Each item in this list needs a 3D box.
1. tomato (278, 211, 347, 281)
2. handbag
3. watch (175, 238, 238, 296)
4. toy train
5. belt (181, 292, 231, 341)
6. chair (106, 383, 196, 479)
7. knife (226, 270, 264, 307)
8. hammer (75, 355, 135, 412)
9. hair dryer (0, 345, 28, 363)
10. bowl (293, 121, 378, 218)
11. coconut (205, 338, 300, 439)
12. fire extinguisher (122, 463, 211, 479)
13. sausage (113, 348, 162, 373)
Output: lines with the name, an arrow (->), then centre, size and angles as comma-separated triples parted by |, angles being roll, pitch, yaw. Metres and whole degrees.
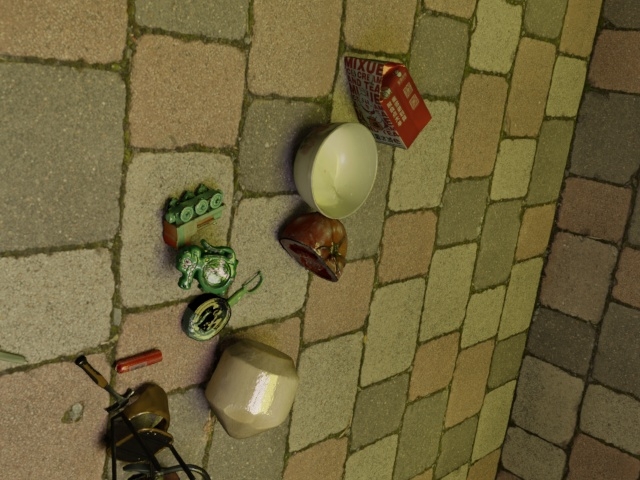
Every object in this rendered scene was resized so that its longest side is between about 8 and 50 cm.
tomato -> 0.000, 0.000, 1.974 | 0.155, 0.181, 0.214 | -61, 143, -20
handbag -> 0.180, -0.418, 2.006 | 0.151, 0.171, 0.298 | -53, 133, -13
watch -> -0.287, 0.056, 1.708 | 0.165, 0.152, 0.131 | 13, 97, -21
toy train -> -0.309, -0.062, 1.689 | 0.176, 0.074, 0.118 | -31, 137, -42
belt -> -0.300, 0.202, 1.803 | 0.140, 0.058, 0.105 | -48, 124, -18
chair -> -0.433, 0.509, 1.705 | 0.172, 0.246, 0.159 | -36, 143, 5
knife -> -0.233, 0.167, 1.906 | 0.212, 0.015, 0.054 | -42, 134, -29
hammer -> -0.528, 0.347, 1.651 | 0.078, 0.021, 0.201 | -49, 135, -22
hair dryer -> -0.672, 0.250, 1.448 | 0.124, 0.038, 0.063 | 34, 81, -56
bowl -> 0.025, -0.209, 1.934 | 0.277, 0.145, 0.277 | -19, 118, -41
coconut -> -0.191, 0.417, 1.889 | 0.237, 0.237, 0.265 | 32, 81, -49
fire extinguisher -> -0.389, 0.712, 1.871 | 0.200, 0.113, 0.376 | -24, 124, -18
sausage -> -0.457, 0.303, 1.703 | 0.129, 0.034, 0.034 | -13, 115, -44
